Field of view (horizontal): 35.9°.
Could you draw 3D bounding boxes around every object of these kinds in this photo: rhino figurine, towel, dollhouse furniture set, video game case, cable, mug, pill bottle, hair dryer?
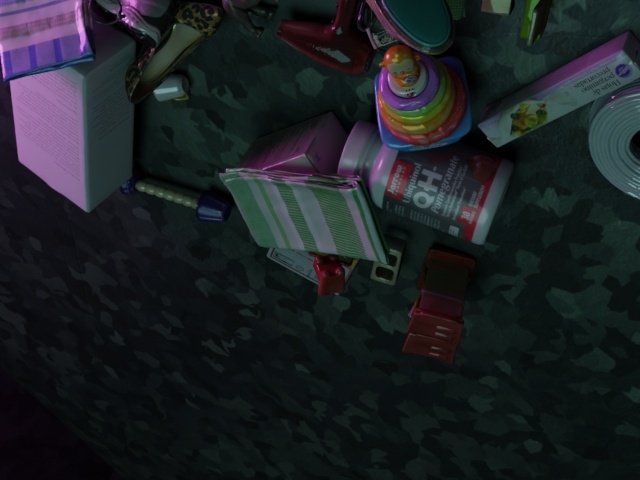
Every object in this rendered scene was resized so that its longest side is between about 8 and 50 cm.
[{"bbox_3d":[-0.110,-0.490,1.829,0.106,0.073,0.243,31,139,-6],"label":"rhino figurine"},{"bbox_3d":[-0.552,-0.470,1.945,0.209,0.285,0.034,-11,172,11],"label":"towel"},{"bbox_3d":[0.220,-0.432,1.596,0.301,0.151,0.197,15,125,16],"label":"dollhouse furniture set"},{"bbox_3d":[0.000,0.000,2.317,0.204,0.025,0.285,29,141,1],"label":"video game case"},{"bbox_3d":[0.593,-0.177,1.722,0.257,0.089,0.257,10,137,22],"label":"cable"},{"bbox_3d":[-0.317,-0.334,2.141,0.064,0.078,0.062,-2,99,21],"label":"mug"},{"bbox_3d":[0.203,-0.125,1.944,0.318,0.176,0.176,21,140,10],"label":"pill bottle"},{"bbox_3d":[-0.030,-0.051,2.027,0.325,0.038,0.248,6,142,29],"label":"towel"},{"bbox_3d":[0.049,-0.415,1.829,0.293,0.080,0.224,-14,115,28],"label":"hair dryer"},{"bbox_3d":[0.142,0.107,2.177,0.374,0.201,0.152,15,138,6],"label":"dollhouse furniture set"}]

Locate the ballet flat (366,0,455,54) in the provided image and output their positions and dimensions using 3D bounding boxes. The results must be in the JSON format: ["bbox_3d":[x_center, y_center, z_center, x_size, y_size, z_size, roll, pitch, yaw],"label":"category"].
[{"bbox_3d":[0.117,-0.414,1.628,0.316,0.107,0.106,59,171,17],"label":"ballet flat"}]

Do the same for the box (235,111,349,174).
[{"bbox_3d":[-0.053,-0.154,2.089,0.232,0.149,0.127,-14,125,40],"label":"box"}]

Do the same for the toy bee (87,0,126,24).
[{"bbox_3d":[-0.330,-0.566,1.846,0.298,0.162,0.195,-31,106,20],"label":"toy bee"}]

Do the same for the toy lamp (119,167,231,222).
[{"bbox_3d":[-0.345,-0.106,2.375,0.274,0.080,0.080,20,140,16],"label":"toy lamp"}]

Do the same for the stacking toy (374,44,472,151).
[{"bbox_3d":[0.160,-0.269,1.706,0.175,0.166,0.302,-9,169,12],"label":"stacking toy"}]

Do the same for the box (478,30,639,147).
[{"bbox_3d":[0.423,-0.262,1.754,0.063,0.067,0.324,44,137,-18],"label":"box"}]

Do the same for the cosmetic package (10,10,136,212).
[{"bbox_3d":[-0.543,-0.297,2.174,0.230,0.161,0.453,36,145,13],"label":"cosmetic package"}]

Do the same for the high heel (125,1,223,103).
[{"bbox_3d":[-0.288,-0.365,1.954,0.093,0.186,0.261,30,157,-35],"label":"high heel"}]

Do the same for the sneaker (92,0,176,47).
[{"bbox_3d":[-0.380,-0.477,1.965,0.271,0.108,0.100,37,176,34],"label":"sneaker"}]
